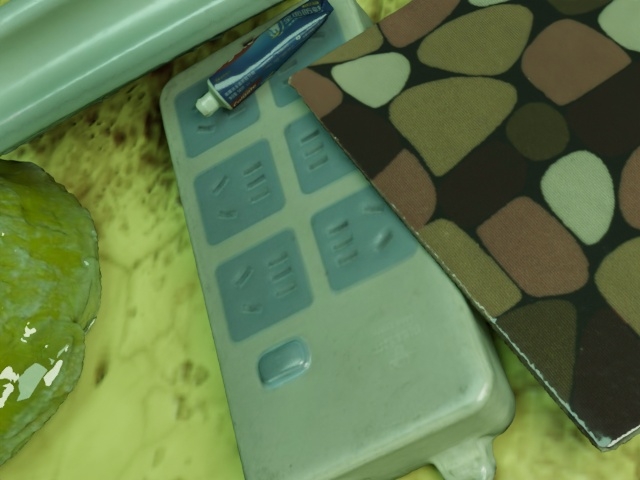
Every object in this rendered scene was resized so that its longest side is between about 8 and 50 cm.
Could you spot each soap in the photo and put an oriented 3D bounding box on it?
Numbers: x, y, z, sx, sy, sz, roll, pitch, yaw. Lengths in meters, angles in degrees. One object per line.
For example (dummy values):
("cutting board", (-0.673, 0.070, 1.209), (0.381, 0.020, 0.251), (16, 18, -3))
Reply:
("soap", (-0.109, -0.112, 0.643), (0.198, 0.067, 0.119), (-26, 12, 12))

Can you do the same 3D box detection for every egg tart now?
("egg tart", (-0.207, 0.034, 0.647), (0.197, 0.078, 0.197), (-15, 55, 23))

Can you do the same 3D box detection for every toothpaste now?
("toothpaste", (-0.027, -0.089, 0.597), (0.083, 0.019, 0.027), (-40, 28, 6))

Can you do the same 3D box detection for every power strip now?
("power strip", (0.000, 0.000, 0.575), (0.118, 0.046, 0.270), (-26, 56, 13))

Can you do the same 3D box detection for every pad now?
("pad", (0.109, -0.040, 0.529), (0.158, 0.003, 0.235), (-33, 57, -8))
